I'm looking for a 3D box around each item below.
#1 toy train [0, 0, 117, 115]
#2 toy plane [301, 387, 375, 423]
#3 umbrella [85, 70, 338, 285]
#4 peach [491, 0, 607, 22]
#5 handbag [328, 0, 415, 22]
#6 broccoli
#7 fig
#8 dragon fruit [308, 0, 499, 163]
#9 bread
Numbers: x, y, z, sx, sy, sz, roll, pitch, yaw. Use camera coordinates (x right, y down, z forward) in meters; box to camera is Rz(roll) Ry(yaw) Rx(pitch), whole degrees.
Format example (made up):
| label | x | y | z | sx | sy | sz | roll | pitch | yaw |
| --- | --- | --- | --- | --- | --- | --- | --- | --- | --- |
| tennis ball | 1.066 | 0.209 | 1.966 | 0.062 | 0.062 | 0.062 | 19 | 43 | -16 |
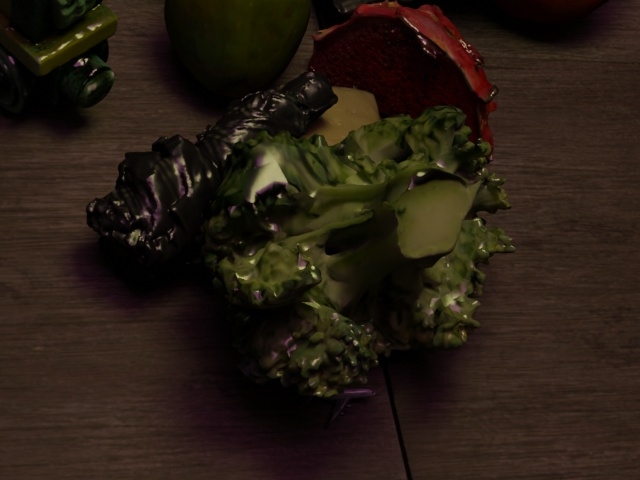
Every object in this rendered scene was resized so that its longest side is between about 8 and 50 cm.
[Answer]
| label | x | y | z | sx | sy | sz | roll | pitch | yaw |
| --- | --- | --- | --- | --- | --- | --- | --- | --- | --- |
| toy train | -0.384 | -0.325 | 1.760 | 0.397 | 0.253 | 0.160 | 41 | 55 | 18 |
| toy plane | 0.017 | 0.165 | 1.635 | 0.084 | 0.024 | 0.078 | 7 | 45 | -18 |
| umbrella | -0.126 | -0.088 | 1.718 | 0.154 | 0.128 | 0.336 | 35 | 59 | 1 |
| peach | 0.285 | -0.406 | 2.022 | 0.257 | 0.232 | 0.232 | -8 | 56 | -27 |
| handbag | 0.103 | -0.470 | 1.963 | 0.162 | 0.325 | 0.327 | 13 | 50 | -46 |
| broccoli | 0.039 | 0.008 | 1.602 | 0.338 | 0.317 | 0.277 | -9 | 91 | 4 |
| fig | -0.099 | -0.268 | 1.841 | 0.181 | 0.181 | 0.191 | 2 | 77 | -14 |
| dragon fruit | 0.133 | -0.226 | 1.880 | 0.274 | 0.161 | 0.126 | 33 | 54 | 13 |
| bread | 0.017 | -0.108 | 1.822 | 0.139 | 0.060 | 0.178 | -2 | 54 | -16 |
